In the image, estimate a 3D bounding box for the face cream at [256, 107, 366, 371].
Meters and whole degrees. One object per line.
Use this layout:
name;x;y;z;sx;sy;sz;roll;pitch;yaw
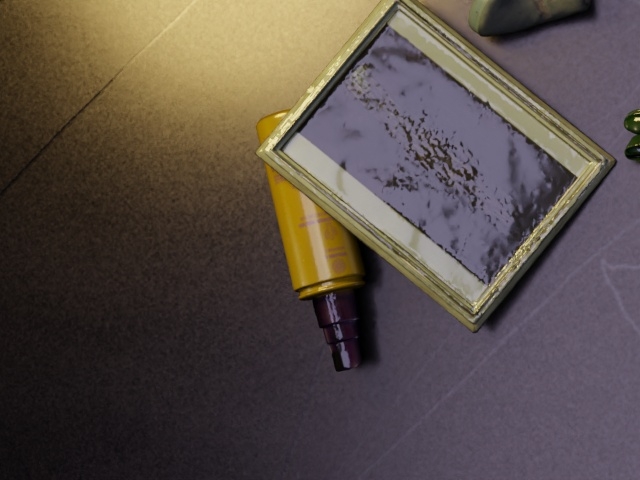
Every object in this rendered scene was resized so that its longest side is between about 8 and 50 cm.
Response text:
face cream;0.000;0.000;1.895;0.078;0.078;0.273;-15;83;17

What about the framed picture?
framed picture;0.115;-0.085;1.847;0.293;0.018;0.231;39;89;6

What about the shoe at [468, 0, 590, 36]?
shoe;0.238;-0.261;1.828;0.195;0.079;0.078;-42;69;8

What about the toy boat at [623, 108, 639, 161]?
toy boat;0.392;-0.092;1.760;0.210;0.052;0.104;-6;120;29
